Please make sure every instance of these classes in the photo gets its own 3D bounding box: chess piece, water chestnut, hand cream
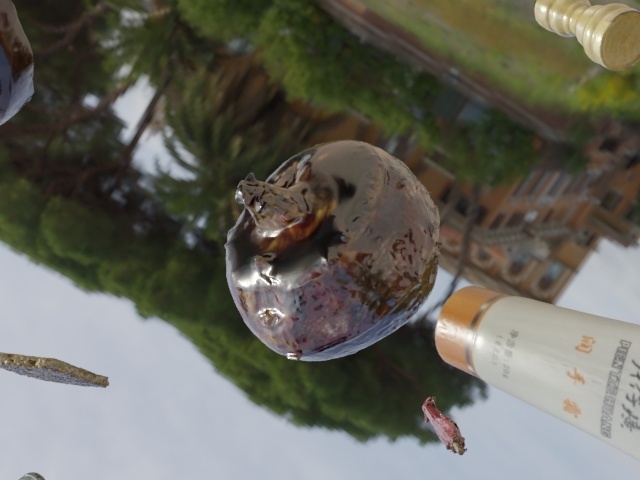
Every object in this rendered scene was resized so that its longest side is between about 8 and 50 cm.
[{"bbox_3d":[0.273,-0.220,1.319,0.066,0.066,0.122,22,-167,-36],"label":"chess piece"},{"bbox_3d":[0.000,0.000,1.859,0.302,0.350,0.350,43,-172,-32],"label":"water chestnut"},{"bbox_3d":[0.247,0.126,1.209,0.089,0.140,0.314,4,-173,-45],"label":"hand cream"}]

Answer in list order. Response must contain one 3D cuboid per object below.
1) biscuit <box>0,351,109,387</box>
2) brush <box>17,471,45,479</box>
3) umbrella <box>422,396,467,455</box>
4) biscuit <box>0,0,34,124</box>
[{"bbox_3d":[-0.434,0.209,2.078,0.131,0.025,0.231,4,168,15],"label":"biscuit"},{"bbox_3d":[-0.550,0.466,2.077,0.068,0.297,0.060,58,-174,24],"label":"brush"},{"bbox_3d":[0.135,0.203,1.408,0.027,0.025,0.165,63,177,-13],"label":"umbrella"},{"bbox_3d":[-0.541,-0.306,1.666,0.407,0.091,0.407,32,151,20],"label":"biscuit"}]
